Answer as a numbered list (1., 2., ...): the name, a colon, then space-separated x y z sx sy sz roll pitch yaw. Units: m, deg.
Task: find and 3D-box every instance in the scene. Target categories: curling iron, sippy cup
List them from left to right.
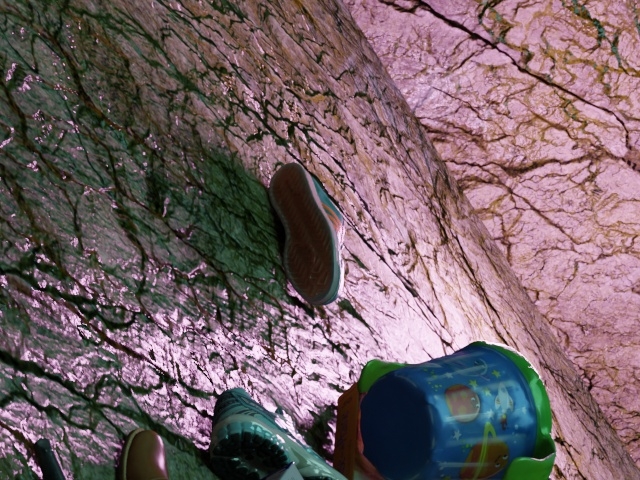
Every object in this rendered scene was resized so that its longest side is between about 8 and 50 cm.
1. curling iron: -0.236 0.320 1.328 0.068 0.035 0.274 28 38 -59
2. sippy cup: 0.187 0.272 2.007 0.224 0.305 0.240 1 75 -41

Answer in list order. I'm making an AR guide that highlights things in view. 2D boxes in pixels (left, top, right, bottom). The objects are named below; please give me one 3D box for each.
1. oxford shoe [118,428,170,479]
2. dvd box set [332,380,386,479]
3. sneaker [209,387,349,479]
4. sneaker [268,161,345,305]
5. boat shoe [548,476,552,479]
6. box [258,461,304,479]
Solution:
1. oxford shoe: -0.172 0.292 1.481 0.076 0.076 0.212 40 26 -44
2. dvd box set: 0.147 0.426 2.016 0.307 0.062 0.420 37 25 -15
3. sneaker: -0.040 0.288 1.784 0.283 0.110 0.122 47 20 -37
4. sneaker: 0.000 0.000 2.301 0.121 0.108 0.302 37 28 -42
5. boat shoe: 0.368 0.460 2.300 0.335 0.119 0.121 22 7 17
6. box: -0.044 0.340 1.513 0.126 0.072 0.137 59 19 -3
